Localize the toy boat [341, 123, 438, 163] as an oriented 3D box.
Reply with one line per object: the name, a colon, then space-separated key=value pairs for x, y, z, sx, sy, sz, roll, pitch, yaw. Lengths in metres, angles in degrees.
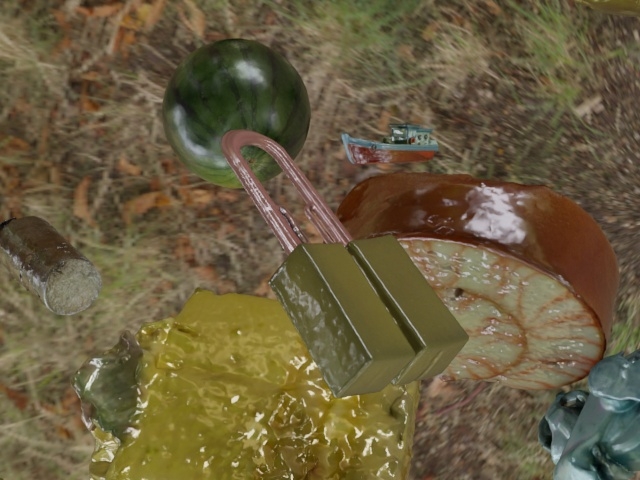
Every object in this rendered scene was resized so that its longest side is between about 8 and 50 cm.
toy boat: x=0.104 y=-0.148 z=1.935 sx=0.069 sy=0.173 sz=0.059 roll=12 pitch=104 yaw=56

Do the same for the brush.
brush: x=0.000 y=0.000 z=0.895 sx=0.047 sy=0.103 sz=0.233 roll=-53 pitch=57 yaw=34

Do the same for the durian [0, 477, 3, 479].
durian: x=-0.246 y=0.157 z=0.696 sx=0.108 sy=0.119 sz=0.187 roll=3 pitch=82 yaw=49

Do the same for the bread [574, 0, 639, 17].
bread: x=0.405 y=-0.343 z=1.640 sx=0.213 sy=0.213 sz=0.105 roll=6 pitch=91 yaw=16

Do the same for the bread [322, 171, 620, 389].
bread: x=0.159 y=0.044 z=1.388 sx=0.327 sy=0.295 sz=0.114 roll=12 pitch=57 yaw=10

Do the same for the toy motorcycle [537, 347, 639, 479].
toy motorcycle: x=0.337 y=0.199 z=1.309 sx=0.260 sy=0.206 sz=0.154 roll=-35 pitch=124 yaw=29

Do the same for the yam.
yam: x=-0.319 y=0.026 z=1.475 sx=0.141 sy=0.079 sz=0.079 roll=35 pitch=102 yaw=46

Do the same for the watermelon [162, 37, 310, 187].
watermelon: x=-0.109 y=-0.168 z=1.604 sx=0.188 sy=0.188 sz=0.215 roll=-34 pitch=45 yaw=14

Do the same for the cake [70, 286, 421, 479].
cake: x=-0.070 y=0.191 z=1.061 sx=0.286 sy=0.222 sz=0.227 roll=9 pitch=134 yaw=6
